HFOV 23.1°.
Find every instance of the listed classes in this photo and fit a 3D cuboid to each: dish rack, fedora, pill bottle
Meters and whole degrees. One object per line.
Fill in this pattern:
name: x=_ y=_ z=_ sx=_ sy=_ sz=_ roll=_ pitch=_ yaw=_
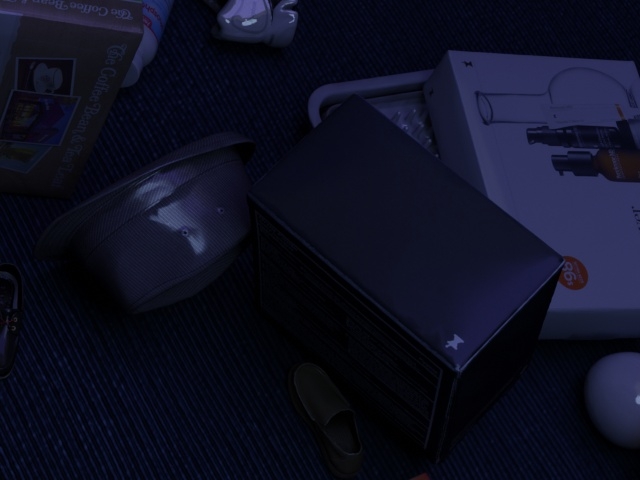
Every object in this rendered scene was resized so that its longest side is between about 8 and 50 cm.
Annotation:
dish rack: x=0.153 y=-0.086 z=2.026 sx=0.332 sy=0.072 sz=0.285 roll=-11 pitch=65 yaw=-30
fedora: x=-0.166 y=-0.004 z=1.722 sx=0.275 sy=0.244 sz=0.124 roll=-29 pitch=81 yaw=-29
pill bottle: x=-0.238 y=-0.271 z=1.956 sx=0.087 sy=0.087 sz=0.160 roll=21 pitch=53 yaw=-11

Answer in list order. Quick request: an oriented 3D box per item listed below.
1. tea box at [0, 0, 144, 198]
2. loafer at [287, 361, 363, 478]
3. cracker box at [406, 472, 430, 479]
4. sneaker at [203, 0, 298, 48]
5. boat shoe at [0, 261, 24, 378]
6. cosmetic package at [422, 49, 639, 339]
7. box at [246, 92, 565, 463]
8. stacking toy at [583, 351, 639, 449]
tea box: x=-0.348 y=-0.271 z=1.752 sx=0.220 sy=0.329 sz=0.324 roll=5 pitch=57 yaw=-22
loafer: x=0.012 y=0.199 z=1.788 sx=0.056 sy=0.050 sz=0.148 roll=-18 pitch=68 yaw=-33
cracker box: x=0.053 y=0.366 z=1.688 sx=0.232 sy=0.067 sz=0.156 roll=-17 pitch=67 yaw=-33
sneaker: x=-0.119 y=-0.384 z=2.081 sx=0.118 sy=0.110 sz=0.292 roll=-8 pitch=62 yaw=-18
boat shoe: x=-0.349 y=0.086 z=1.703 sx=0.049 sy=0.042 sz=0.133 roll=11 pitch=57 yaw=-21
cosmetic package: x=0.309 y=-0.059 z=1.977 sx=0.284 sy=0.097 sz=0.377 roll=-1 pitch=61 yaw=-21
box: x=0.086 y=0.047 z=1.702 sx=0.296 sy=0.294 sz=0.183 roll=40 pitch=71 yaw=17
stacking toy: x=0.500 y=0.305 z=1.843 sx=0.480 sy=0.351 sz=0.350 roll=38 pitch=49 yaw=27
